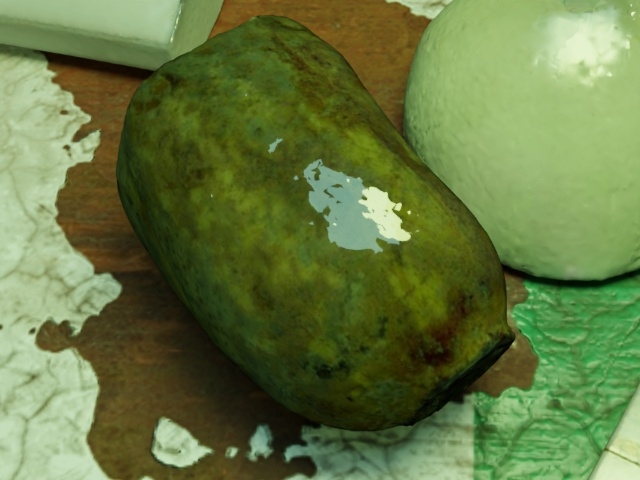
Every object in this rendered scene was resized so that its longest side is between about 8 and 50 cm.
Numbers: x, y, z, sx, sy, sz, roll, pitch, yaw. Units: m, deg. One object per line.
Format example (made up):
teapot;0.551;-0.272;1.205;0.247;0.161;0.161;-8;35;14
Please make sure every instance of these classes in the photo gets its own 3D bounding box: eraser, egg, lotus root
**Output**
eraser;-0.248;-0.275;1.191;0.270;0.095;0.174;12;59;12
egg;0.224;-0.151;1.007;0.337;0.201;0.337;-4;56;5
lotus root;0.000;0.000;0.913;0.250;0.250;0.346;-36;65;-17

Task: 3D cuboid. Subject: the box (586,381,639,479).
box;0.296;0.183;0.863;0.149;0.067;0.233;28;64;19
